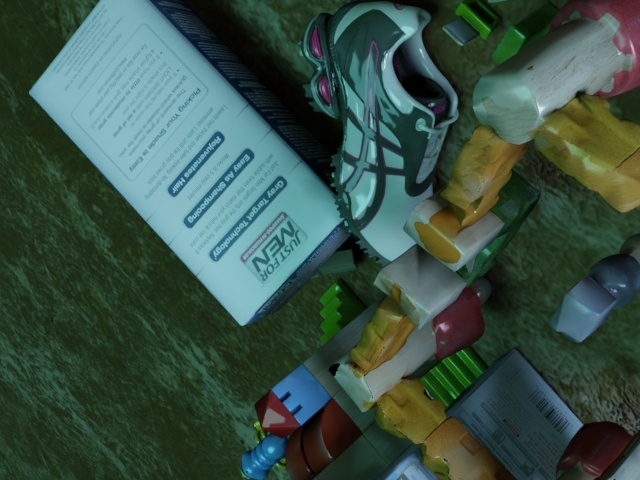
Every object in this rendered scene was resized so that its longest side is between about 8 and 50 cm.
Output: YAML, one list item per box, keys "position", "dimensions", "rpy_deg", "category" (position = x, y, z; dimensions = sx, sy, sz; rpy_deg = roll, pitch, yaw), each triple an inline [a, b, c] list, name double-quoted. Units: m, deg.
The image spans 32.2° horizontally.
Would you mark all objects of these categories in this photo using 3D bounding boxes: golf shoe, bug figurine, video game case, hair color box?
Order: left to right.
- position: [-0.124, -0.098, 1.171]
  dimensions: [0.347, 0.105, 0.174]
  rpy_deg: [47, 109, 10]
  category: "hair color box"
- position: [0.019, 0.313, 1.397]
  dimensions: [0.279, 0.072, 0.216]
  rpy_deg: [45, 125, 12]
  category: "bug figurine"
- position: [0.071, -0.088, 1.031]
  dimensions: [0.120, 0.105, 0.273]
  rpy_deg: [-1, 119, 38]
  category: "golf shoe"
- position: [0.196, 0.280, 1.070]
  dimensions: [0.269, 0.244, 0.061]
  rpy_deg: [49, 144, 7]
  category: "video game case"

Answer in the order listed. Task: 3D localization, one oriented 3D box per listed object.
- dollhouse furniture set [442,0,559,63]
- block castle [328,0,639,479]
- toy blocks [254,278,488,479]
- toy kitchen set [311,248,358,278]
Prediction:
- position: [0.118, -0.210, 0.911]
  dimensions: [0.152, 0.058, 0.076]
  rpy_deg: [45, 143, 11]
  category: "dollhouse furniture set"
- position: [0.220, 0.048, 0.886]
  dimensions: [0.303, 0.213, 0.453]
  rpy_deg: [43, 143, 16]
  category: "block castle"
- position: [0.064, 0.248, 1.176]
  dimensions: [0.381, 0.261, 0.191]
  rpy_deg: [50, 144, 6]
  category: "toy blocks"
- position: [0.000, 0.000, 1.246]
  dimensions: [0.068, 0.075, 0.083]
  rpy_deg: [50, -149, -72]
  category: "toy kitchen set"
